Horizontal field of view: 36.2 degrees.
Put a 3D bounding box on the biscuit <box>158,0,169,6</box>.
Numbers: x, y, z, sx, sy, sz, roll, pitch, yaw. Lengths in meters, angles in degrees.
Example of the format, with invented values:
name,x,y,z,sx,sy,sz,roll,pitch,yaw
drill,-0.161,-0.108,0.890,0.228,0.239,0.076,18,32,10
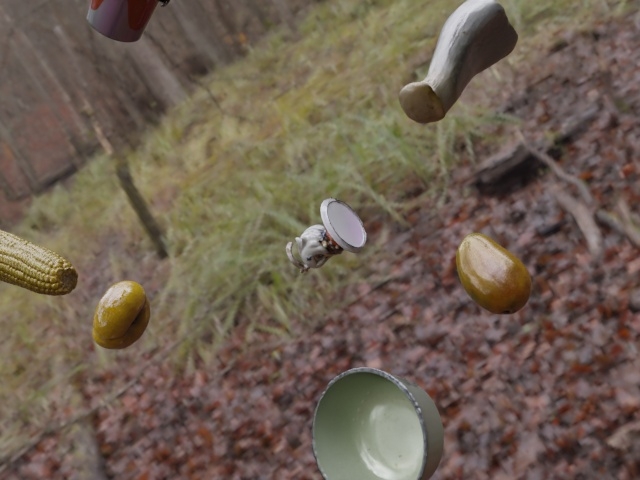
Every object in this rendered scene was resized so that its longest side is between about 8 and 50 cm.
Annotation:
name,x,y,z,sx,sy,sz,roll,pitch,yaw
biscuit,-0.342,-0.533,1.912,0.063,0.151,0.235,-49,14,-11

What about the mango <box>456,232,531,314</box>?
name,x,y,z,sx,sy,sz,roll,pitch,yaw
mango,0.306,0.063,1.765,0.111,0.163,0.089,-47,-25,-12

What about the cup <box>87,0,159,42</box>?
name,x,y,z,sx,sy,sz,roll,pitch,yaw
cup,-0.419,-0.603,2.205,0.288,0.203,0.203,-59,-1,34

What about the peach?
name,x,y,z,sx,sy,sz,roll,pitch,yaw
peach,-0.488,0.185,2.396,0.103,0.179,0.179,26,46,19

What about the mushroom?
name,x,y,z,sx,sy,sz,roll,pitch,yaw
mushroom,0.293,-0.370,2.055,0.329,0.159,0.122,-53,11,-23

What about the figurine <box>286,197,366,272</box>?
name,x,y,z,sx,sy,sz,roll,pitch,yaw
figurine,0.000,0.000,2.023,0.153,0.132,0.132,-35,13,31

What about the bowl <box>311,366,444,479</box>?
name,x,y,z,sx,sy,sz,roll,pitch,yaw
bowl,0.100,0.292,1.471,0.211,0.211,0.112,-21,-15,36

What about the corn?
name,x,y,z,sx,sy,sz,roll,pitch,yaw
corn,-0.628,0.041,2.029,0.305,0.106,0.106,15,41,27
